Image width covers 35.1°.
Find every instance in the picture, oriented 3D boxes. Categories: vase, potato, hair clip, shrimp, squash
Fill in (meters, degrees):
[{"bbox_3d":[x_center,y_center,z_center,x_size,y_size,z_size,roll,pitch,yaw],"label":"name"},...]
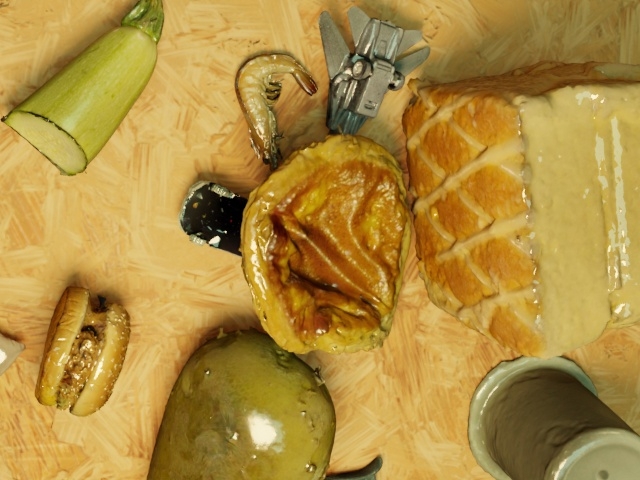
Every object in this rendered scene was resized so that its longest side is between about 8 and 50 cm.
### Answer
[{"bbox_3d":[0.382,0.335,1.574,0.244,0.291,0.245,-2,103,-9],"label":"vase"},{"bbox_3d":[-0.121,0.317,1.503,0.269,0.219,0.359,31,106,30],"label":"potato"},{"bbox_3d":[-0.004,0.403,1.627,0.229,0.039,0.070,-8,95,-17],"label":"hair clip"},{"bbox_3d":[-0.058,-0.196,1.525,0.124,0.034,0.178,-20,99,-12],"label":"shrimp"},{"bbox_3d":[-0.301,-0.220,1.429,0.287,0.137,0.137,-44,105,-2],"label":"squash"}]

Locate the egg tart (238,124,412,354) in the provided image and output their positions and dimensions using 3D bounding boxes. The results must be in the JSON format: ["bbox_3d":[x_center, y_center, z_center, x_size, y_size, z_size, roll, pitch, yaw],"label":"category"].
[{"bbox_3d":[0.000,0.000,1.474,0.351,0.153,0.340,-7,106,-47],"label":"egg tart"}]

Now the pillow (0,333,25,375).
[{"bbox_3d":[-0.593,0.153,1.475,0.270,0.067,0.173,34,98,-15],"label":"pillow"}]

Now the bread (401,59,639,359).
[{"bbox_3d":[0.308,-0.063,1.440,0.279,0.390,0.371,-10,102,-19],"label":"bread"}]

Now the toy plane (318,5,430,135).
[{"bbox_3d":[0.053,-0.203,1.512,0.212,0.088,0.267,12,101,-36],"label":"toy plane"}]

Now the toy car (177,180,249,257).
[{"bbox_3d":[-0.118,-0.021,1.531,0.204,0.056,0.095,22,96,-30],"label":"toy car"}]

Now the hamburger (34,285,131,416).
[{"bbox_3d":[-0.340,0.161,1.457,0.117,0.191,0.182,13,79,-12],"label":"hamburger"}]
